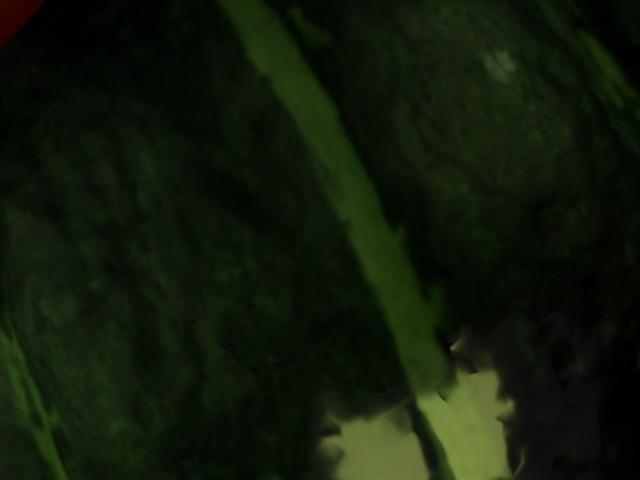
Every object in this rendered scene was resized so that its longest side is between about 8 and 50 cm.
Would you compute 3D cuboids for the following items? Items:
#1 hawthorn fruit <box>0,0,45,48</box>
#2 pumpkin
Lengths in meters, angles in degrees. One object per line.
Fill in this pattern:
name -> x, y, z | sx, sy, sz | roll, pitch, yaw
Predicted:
hawthorn fruit -> -0.131, -0.103, 0.333 | 0.185, 0.202, 0.185 | 14, 147, 9
pumpkin -> 0.000, 0.000, 0.505 | 0.323, 0.241, 0.323 | -25, -170, 5
